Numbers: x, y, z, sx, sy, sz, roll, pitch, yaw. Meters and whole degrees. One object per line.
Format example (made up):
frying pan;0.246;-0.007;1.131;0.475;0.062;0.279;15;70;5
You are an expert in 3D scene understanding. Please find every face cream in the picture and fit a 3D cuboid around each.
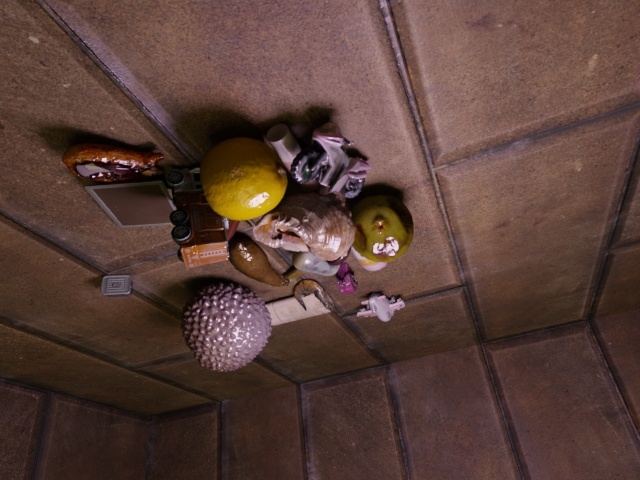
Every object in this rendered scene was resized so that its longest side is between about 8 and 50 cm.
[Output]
face cream;0.186;0.044;1.936;0.108;0.073;0.269;-11;150;20
face cream;-0.124;0.332;2.310;0.349;0.081;0.173;-16;139;13

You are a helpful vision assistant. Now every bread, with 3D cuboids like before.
bread;-0.584;-0.224;1.353;0.269;0.095;0.139;-8;164;-28

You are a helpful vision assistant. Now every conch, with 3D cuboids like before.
conch;-0.060;-0.061;1.524;0.298;0.209;0.352;-13;149;32

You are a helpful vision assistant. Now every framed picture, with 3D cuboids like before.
framed picture;-0.588;-0.116;1.541;0.233;0.019;0.296;-4;156;-4

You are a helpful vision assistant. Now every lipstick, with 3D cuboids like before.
lipstick;-0.328;-0.047;1.701;0.058;0.057;0.356;8;144;-22
lipstick;-0.077;-0.243;1.432;0.070;0.070;0.254;-17;147;14

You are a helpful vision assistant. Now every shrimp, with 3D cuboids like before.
shrimp;-0.031;0.271;2.191;0.150;0.051;0.217;-35;106;25

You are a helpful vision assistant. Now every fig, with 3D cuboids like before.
fig;0.208;-0.041;1.685;0.240;0.239;0.271;-7;176;-1

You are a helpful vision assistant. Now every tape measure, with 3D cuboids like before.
tape measure;0.114;0.171;2.080;0.075;0.118;0.125;-17;150;18

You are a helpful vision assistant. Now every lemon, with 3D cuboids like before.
lemon;-0.203;-0.178;1.347;0.220;0.240;0.240;-10;148;17

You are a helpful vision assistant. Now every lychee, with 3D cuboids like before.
lychee;-0.410;0.366;2.067;0.381;0.380;0.432;-19;127;18

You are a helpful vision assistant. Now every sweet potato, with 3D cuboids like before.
sweet potato;-0.252;0.098;1.883;0.131;0.130;0.422;-15;150;12

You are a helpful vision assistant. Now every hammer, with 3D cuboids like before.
hammer;-0.071;0.115;1.985;0.202;0.112;0.306;19;148;-30

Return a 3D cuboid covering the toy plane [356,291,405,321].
toy plane;0.301;0.336;2.378;0.253;0.118;0.252;-5;150;-3

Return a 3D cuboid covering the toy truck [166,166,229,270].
toy truck;-0.363;-0.077;1.425;0.163;0.305;0.136;-8;149;-12

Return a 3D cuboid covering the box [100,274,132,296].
box;-0.832;0.190;1.953;0.123;0.084;0.069;-1;157;-9

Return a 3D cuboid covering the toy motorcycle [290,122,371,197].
toy motorcycle;0.050;-0.233;1.403;0.327;0.143;0.187;10;109;-51

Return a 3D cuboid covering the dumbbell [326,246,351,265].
dumbbell;0.000;0.000;1.767;0.226;0.140;0.124;26;106;-42
